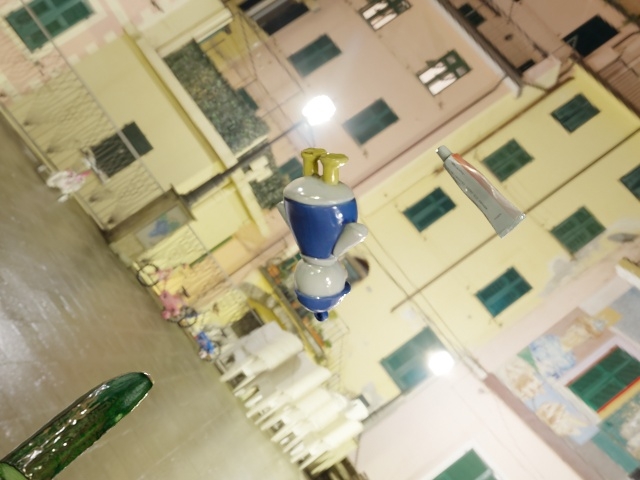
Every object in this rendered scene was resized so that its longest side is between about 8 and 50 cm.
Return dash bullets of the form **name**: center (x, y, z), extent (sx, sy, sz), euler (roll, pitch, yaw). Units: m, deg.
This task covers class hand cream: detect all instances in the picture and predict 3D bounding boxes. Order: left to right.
- **hand cream**: center (0.291, -0.101, 1.191), extent (0.216, 0.038, 0.052), euler (54, -42, 25)

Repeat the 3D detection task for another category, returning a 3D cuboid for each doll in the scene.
- **doll**: center (0.000, 0.000, 0.508), extent (0.098, 0.057, 0.143), euler (19, -64, 45)

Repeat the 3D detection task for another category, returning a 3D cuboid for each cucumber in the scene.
- **cucumber**: center (-0.361, 0.274, 0.961), extent (0.115, 0.244, 0.063), euler (-21, -75, 51)
